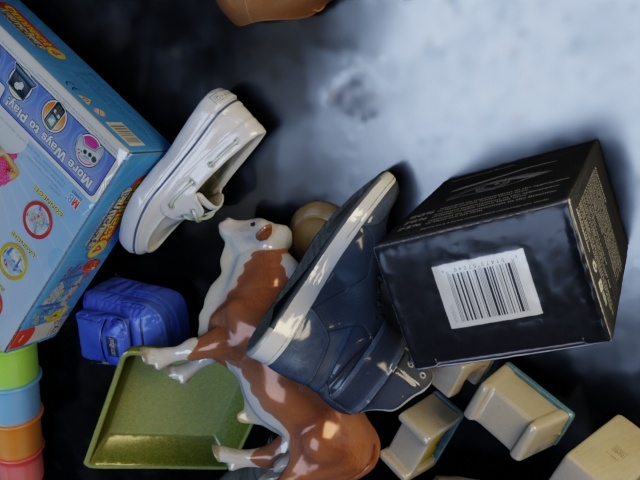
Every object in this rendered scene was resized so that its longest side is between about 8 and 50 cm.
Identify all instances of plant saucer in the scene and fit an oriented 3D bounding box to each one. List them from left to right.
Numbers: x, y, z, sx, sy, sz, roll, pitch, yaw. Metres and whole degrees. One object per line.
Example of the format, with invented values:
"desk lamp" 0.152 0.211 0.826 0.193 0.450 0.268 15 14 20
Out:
"plant saucer" -0.167 0.193 0.886 0.188 0.188 0.045 -65 31 27
"plant saucer" 0.000 0.000 0.801 0.083 0.015 0.083 9 112 23

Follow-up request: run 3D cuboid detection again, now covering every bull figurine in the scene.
"bull figurine" -0.062 0.129 0.777 0.188 0.101 0.310 -29 87 -1

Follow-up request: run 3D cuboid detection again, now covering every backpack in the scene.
"backpack" -0.223 0.108 0.900 0.120 0.101 0.097 7 117 20

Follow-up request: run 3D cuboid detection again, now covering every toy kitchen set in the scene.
"toy kitchen set" 0.191 0.214 0.748 0.207 0.122 0.166 40 122 32

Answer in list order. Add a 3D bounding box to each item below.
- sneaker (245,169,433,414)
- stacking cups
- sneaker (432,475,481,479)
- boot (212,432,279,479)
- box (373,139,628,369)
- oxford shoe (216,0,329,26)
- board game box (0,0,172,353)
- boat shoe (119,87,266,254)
"sneaker" 0.054 0.058 0.725 0.163 0.226 0.086 35 164 -8
"stacking cups" -0.439 0.214 1.045 0.096 0.096 0.316 17 115 20
"sneaker" 0.112 0.303 0.784 0.281 0.115 0.105 -2 100 18
"boot" -0.052 0.361 0.869 0.161 0.083 0.246 -41 58 33
"box" 0.158 0.006 0.615 0.153 0.207 0.108 -14 101 30
"oxford shoe" -0.003 -0.250 0.696 0.212 0.076 0.076 -6 135 25
"board game box" -0.366 -0.085 0.869 0.308 0.086 0.302 44 112 12
"boat shoe" -0.142 -0.055 0.811 0.076 0.083 0.226 42 119 9
